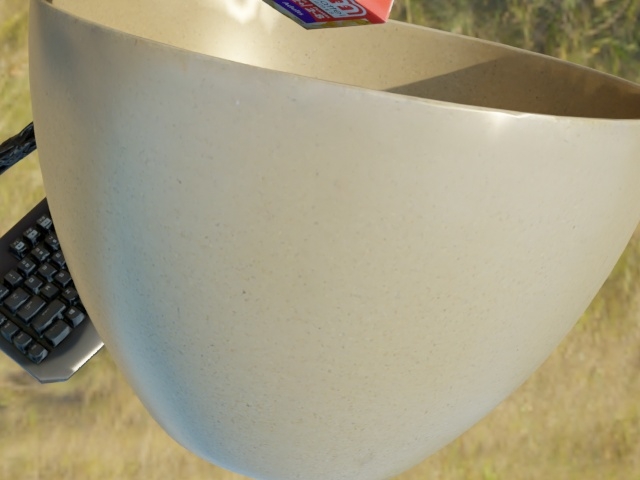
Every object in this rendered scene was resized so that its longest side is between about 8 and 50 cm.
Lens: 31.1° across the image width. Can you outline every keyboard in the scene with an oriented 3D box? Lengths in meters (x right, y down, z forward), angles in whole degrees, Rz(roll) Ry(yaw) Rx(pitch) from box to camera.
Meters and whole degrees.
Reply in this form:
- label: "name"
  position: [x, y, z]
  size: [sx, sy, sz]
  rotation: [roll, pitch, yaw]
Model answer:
- label: "keyboard"
  position: [-0.154, -0.056, 0.852]
  size: [0.201, 0.317, 0.033]
  rotation: [32, 152, 23]

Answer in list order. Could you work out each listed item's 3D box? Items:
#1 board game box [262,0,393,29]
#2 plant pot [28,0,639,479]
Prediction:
- label: "board game box"
  position: [-0.037, -0.171, 0.340]
  size: [0.193, 0.147, 0.045]
  rotation: [24, 169, -41]
- label: "plant pot"
  position: [0.000, 0.000, 0.533]
  size: [0.284, 0.191, 0.284]
  rotation: [10, -165, -3]
